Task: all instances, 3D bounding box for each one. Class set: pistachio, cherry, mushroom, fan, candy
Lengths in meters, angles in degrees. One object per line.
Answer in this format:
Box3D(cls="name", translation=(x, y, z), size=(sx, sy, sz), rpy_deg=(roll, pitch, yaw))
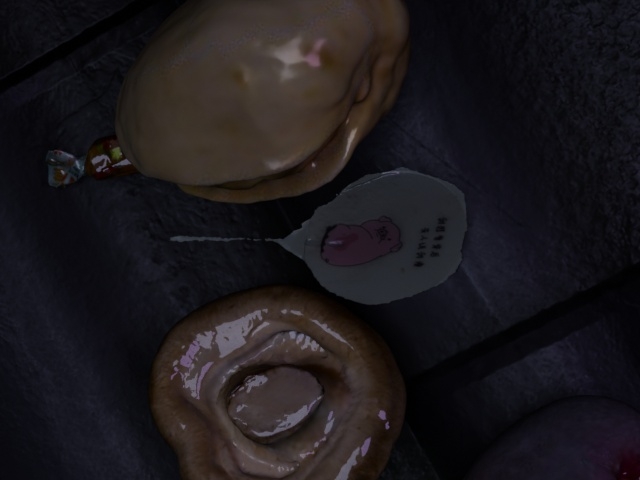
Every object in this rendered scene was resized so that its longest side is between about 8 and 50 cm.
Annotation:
Box3D(cls="pistachio", translation=(-0.056, -0.162, 1.576), size=(0.321, 0.229, 0.238), rpy_deg=(-29, 61, 19))
Box3D(cls="cherry", translation=(0.253, 0.261, 1.568), size=(0.266, 0.213, 0.183), rpy_deg=(-3, 134, 37))
Box3D(cls="mushroom", translation=(-0.048, 0.176, 1.638), size=(0.278, 0.146, 0.278), rpy_deg=(-2, 73, 8))
Box3D(cls="fan", translation=(0.000, 0.001, 1.609), size=(0.310, 0.010, 0.182), rpy_deg=(-1, 128, -10))
Box3D(cls="candy", translation=(-0.218, -0.091, 1.703), size=(0.182, 0.046, 0.053), rpy_deg=(-10, 96, 10))
